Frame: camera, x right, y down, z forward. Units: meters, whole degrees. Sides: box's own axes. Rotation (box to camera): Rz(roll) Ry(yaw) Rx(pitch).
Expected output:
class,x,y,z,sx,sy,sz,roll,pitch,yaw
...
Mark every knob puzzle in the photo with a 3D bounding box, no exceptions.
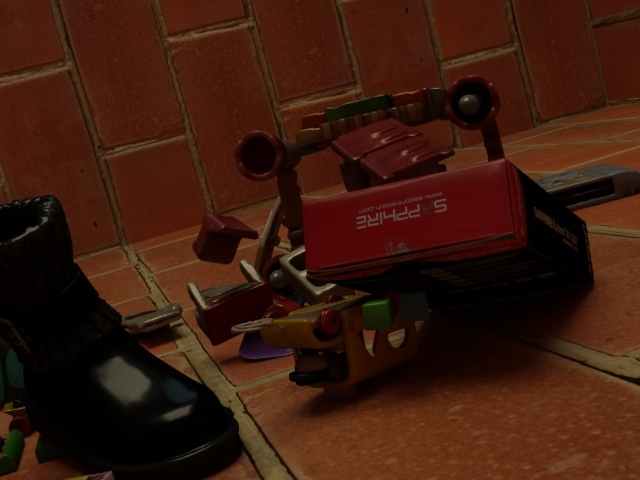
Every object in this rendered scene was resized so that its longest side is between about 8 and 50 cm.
class,x,y,z,sx,sy,sz,roll,pitch,yaw
knob puzzle,-0.089,0.010,1.767,0.030,0.213,0.213,17,11,3

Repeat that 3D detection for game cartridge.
class,x,y,z,sx,sy,sz,roll,pitch,yaw
game cartridge,0.451,-0.089,1.854,0.297,0.062,0.198,-15,12,1

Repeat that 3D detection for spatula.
class,x,y,z,sx,sy,sz,roll,pitch,yaw
spatula,-0.055,0.118,1.415,0.084,0.030,0.296,-8,8,9

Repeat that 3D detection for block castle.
class,x,y,z,sx,sy,sz,roll,pitch,yaw
block castle,0.102,-0.084,1.577,0.453,0.303,0.213,-12,2,19

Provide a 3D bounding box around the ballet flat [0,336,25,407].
class,x,y,z,sx,sy,sz,roll,pitch,yaw
ballet flat,-0.428,0.181,1.403,0.348,0.123,0.123,-10,9,42

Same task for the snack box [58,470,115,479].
class,x,y,z,sx,sy,sz,roll,pitch,yaw
snack box,-0.247,0.251,0.825,0.100,0.037,0.141,-14,9,15

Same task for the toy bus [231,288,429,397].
class,x,y,z,sx,sy,sz,roll,pitch,yaw
toy bus,0.017,0.116,1.036,0.202,0.104,0.191,-10,3,0

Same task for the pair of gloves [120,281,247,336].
class,x,y,z,sx,sy,sz,roll,pitch,yaw
pair of gloves,-0.234,0.125,1.673,0.240,0.042,0.204,-17,5,-29

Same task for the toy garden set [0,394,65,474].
class,x,y,z,sx,sy,sz,roll,pitch,yaw
toy garden set,-0.296,0.206,1.188,0.244,0.049,0.204,-16,8,-10

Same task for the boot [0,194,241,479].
class,x,y,z,sx,sy,sz,roll,pitch,yaw
boot,-0.239,0.095,0.984,0.347,0.260,0.131,9,27,40

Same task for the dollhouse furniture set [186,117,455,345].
class,x,y,z,sx,sy,sz,roll,pitch,yaw
dollhouse furniture set,0.000,0.000,1.323,0.374,0.201,0.152,-25,36,-20

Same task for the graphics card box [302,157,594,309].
class,x,y,z,sx,sy,sz,roll,pitch,yaw
graphics card box,0.164,0.008,1.109,0.232,0.094,0.371,-12,-15,26
